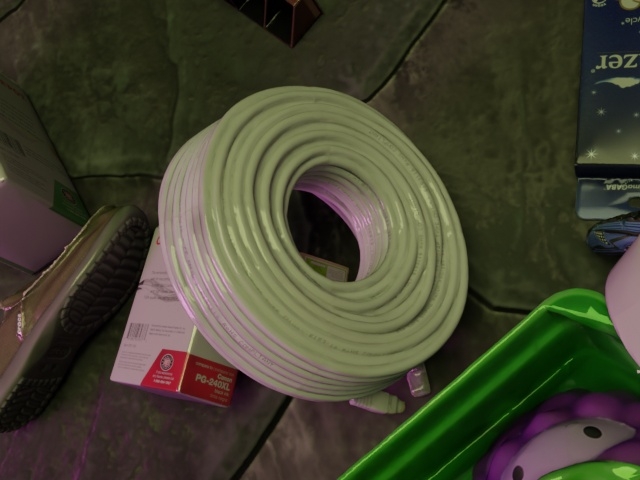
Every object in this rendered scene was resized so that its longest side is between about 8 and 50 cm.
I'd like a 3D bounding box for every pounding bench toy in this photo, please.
[{"bbox_3d":[-0.005,0.051,0.802,0.065,0.083,0.052,-17,60,54],"label":"pounding bench toy"}]

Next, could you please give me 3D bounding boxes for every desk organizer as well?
[{"bbox_3d":[-0.064,-0.258,0.931,0.130,0.047,0.050,39,89,26],"label":"desk organizer"}]

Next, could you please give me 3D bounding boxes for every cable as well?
[{"bbox_3d":[0.000,0.000,0.719,0.089,0.257,0.257,-34,52,50],"label":"cable"}]

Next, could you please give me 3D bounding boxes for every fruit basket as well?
[{"bbox_3d":[0.112,0.228,0.526,0.392,0.392,0.283,-41,64,2],"label":"fruit basket"}]

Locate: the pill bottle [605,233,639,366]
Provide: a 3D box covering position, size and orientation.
[{"bbox_3d":[0.335,-0.050,0.481,0.210,0.210,0.363,51,129,26],"label":"pill bottle"}]

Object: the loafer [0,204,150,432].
[{"bbox_3d":[-0.261,0.061,0.860,0.087,0.094,0.251,34,85,21],"label":"loafer"}]

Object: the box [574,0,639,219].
[{"bbox_3d":[0.292,-0.127,0.770,0.136,0.036,0.225,2,73,20],"label":"box"}]

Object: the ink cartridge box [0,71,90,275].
[{"bbox_3d":[-0.338,-0.088,0.905,0.093,0.154,0.212,-34,65,7],"label":"ink cartridge box"}]

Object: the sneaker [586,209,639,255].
[{"bbox_3d":[0.306,0.030,0.685,0.221,0.083,0.087,20,106,35],"label":"sneaker"}]

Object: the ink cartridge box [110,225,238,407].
[{"bbox_3d":[-0.116,0.064,0.806,0.109,0.063,0.150,-1,69,47],"label":"ink cartridge box"}]
